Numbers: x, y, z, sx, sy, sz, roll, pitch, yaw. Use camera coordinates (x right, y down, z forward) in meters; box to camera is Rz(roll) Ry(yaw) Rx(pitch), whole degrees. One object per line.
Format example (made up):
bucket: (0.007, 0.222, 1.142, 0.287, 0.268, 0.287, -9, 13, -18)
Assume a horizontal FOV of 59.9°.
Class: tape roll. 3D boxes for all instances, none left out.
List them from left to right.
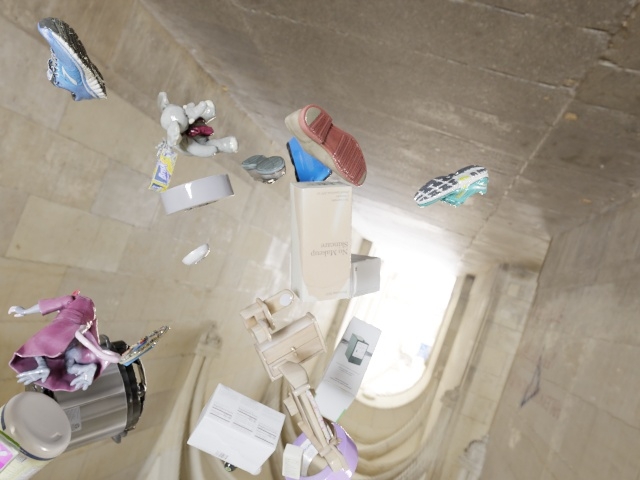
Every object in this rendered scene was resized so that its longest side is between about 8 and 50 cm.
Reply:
tape roll: (-0.382, -0.142, 1.731, 0.219, 0.072, 0.219, -18, -177, 1)
tape roll: (0.001, 0.816, 2.063, 0.090, 0.275, 0.275, 55, 161, -24)

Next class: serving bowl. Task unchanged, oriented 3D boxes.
serving bowl: (-0.335, 0.043, 1.514, 0.027, 0.083, 0.083, 54, 178, 2)

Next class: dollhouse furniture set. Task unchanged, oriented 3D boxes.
dollhouse furniture set: (-0.015, 0.306, 1.326, 0.355, 0.174, 0.303, 30, 144, 60)

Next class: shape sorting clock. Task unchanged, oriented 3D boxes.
shape sorting clock: (-0.623, 0.364, 1.963, 0.040, 0.206, 0.206, 53, 171, -10)

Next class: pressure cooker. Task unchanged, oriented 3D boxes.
pressure cooker: (-0.883, 0.600, 2.152, 0.420, 0.370, 0.375, -10, -128, -38)

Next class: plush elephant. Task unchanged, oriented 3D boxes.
plush elephant: (-0.532, -0.468, 2.228, 0.330, 0.272, 0.255, -22, 161, -10)

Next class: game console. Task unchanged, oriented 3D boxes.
game console: (-0.021, -0.285, 2.220, 0.173, 0.250, 0.293, 19, -137, -42)

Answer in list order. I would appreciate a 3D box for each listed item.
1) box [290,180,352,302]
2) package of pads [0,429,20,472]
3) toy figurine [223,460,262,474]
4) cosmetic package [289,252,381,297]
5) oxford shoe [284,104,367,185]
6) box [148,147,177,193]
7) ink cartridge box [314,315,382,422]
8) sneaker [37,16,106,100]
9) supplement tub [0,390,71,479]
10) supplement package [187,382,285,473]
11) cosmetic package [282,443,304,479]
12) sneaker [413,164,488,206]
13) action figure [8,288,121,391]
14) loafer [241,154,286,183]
box: (0.000, 0.000, 1.510, 0.148, 0.311, 0.121, -6, -165, -18)
package of pads: (-0.933, 0.516, 1.351, 0.296, 0.229, 0.101, 50, 157, -20)
toy figurine: (-0.316, 0.885, 2.388, 0.213, 0.209, 0.148, 30, -179, -35)
cosmetic package: (0.059, 0.131, 2.373, 0.365, 0.155, 0.197, 9, -169, 44)
oxford shoe: (0.024, -0.305, 1.816, 0.130, 0.123, 0.348, 1, 144, 48)
box: (-0.562, -0.249, 1.988, 0.059, 0.169, 0.054, 22, 139, -23)
ink cartridge box: (0.086, 0.435, 1.897, 0.121, 0.289, 0.211, 27, 135, 5)
sneaker: (-0.808, -0.552, 1.762, 0.147, 0.129, 0.330, -19, 152, -5)
supplement tub: (-0.995, 0.664, 1.766, 0.235, 0.325, 0.235, 51, -175, -6)
supplement package: (-0.291, 0.655, 1.930, 0.262, 0.204, 0.145, 28, -142, -6)
cosmetic package: (-0.087, 0.703, 1.765, 0.060, 0.115, 0.041, 12, -145, 8)
sneaker: (0.448, -0.161, 1.869, 0.275, 0.110, 0.107, -19, -152, -11)
action figure: (-0.710, 0.238, 1.558, 0.248, 0.276, 0.370, 44, -163, -30)
loafer: (-0.173, -0.226, 1.827, 0.267, 0.096, 0.084, 25, 145, 58)
